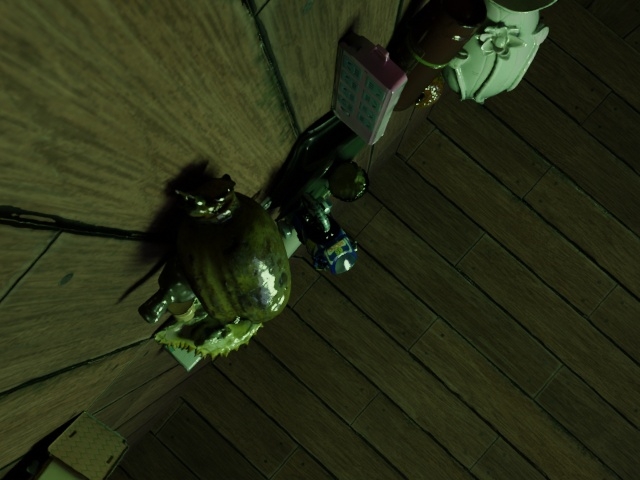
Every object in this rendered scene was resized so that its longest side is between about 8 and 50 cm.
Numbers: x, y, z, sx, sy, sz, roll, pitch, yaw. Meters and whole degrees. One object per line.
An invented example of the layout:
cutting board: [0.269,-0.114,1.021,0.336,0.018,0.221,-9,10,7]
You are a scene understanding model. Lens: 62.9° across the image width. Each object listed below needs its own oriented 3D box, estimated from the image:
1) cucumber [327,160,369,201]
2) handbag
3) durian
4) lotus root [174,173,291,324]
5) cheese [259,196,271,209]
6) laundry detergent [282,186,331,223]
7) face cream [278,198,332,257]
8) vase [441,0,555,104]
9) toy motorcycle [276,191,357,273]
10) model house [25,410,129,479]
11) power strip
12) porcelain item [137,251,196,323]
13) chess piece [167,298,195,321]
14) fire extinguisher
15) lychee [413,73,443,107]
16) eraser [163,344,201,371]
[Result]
cucumber: [0.065,-0.119,1.094,0.081,0.072,0.303,-46,178,8]
handbag: [0.007,-0.166,1.105,0.247,0.079,0.260,-43,176,-36]
durian: [-0.236,0.167,1.227,0.306,0.172,0.167,-38,148,-21]
lotus root: [-0.125,0.007,0.725,0.154,0.154,0.278,-46,140,-28]
cheese: [-0.152,-0.023,0.966,0.171,0.047,0.092,-47,178,-9]
laundry detergent: [-0.001,-0.136,1.330,0.222,0.078,0.144,-49,180,-29]
face cream: [-0.069,-0.035,1.520,0.250,0.077,0.077,-49,176,24]
vase: [0.400,-0.496,1.193,0.250,0.250,0.445,-48,171,-2]
toy motorcycle: [0.000,0.000,1.096,0.113,0.169,0.315,-33,175,-10]
model house: [-0.532,0.488,1.085,0.244,0.169,0.326,-54,-179,-26]
power strip: [0.072,-0.240,0.865,0.037,0.109,0.279,-46,176,-6]
porcelain item: [-0.203,0.043,0.832,0.215,0.081,0.069,-45,-167,-26]
chess piece: [-0.279,0.131,1.052,0.060,0.060,0.172,-47,178,-18]
fire extinguisher: [0.183,-0.357,1.021,0.341,0.105,0.142,138,-35,-65]
lychee: [0.266,-0.405,1.365,0.114,0.114,0.147,126,-16,-55]
eraser: [-0.309,0.237,1.409,0.225,0.095,0.052,-46,176,-24]
